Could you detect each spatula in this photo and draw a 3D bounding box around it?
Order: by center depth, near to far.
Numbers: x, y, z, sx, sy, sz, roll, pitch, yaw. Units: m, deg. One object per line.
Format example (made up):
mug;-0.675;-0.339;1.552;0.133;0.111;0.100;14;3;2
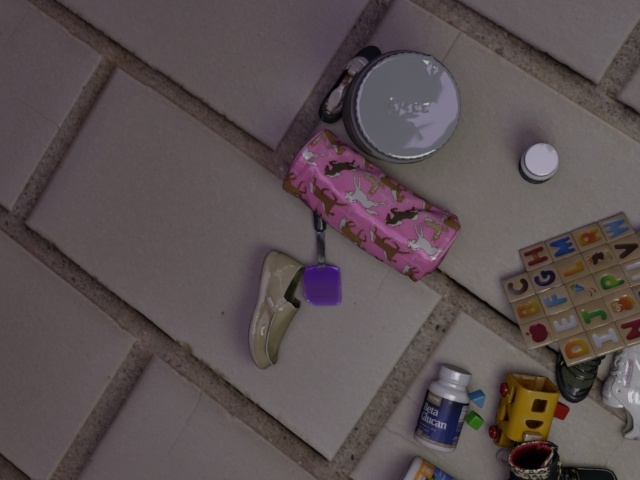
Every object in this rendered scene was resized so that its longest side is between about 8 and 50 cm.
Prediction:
spatula;0.000;0.000;1.696;0.084;0.030;0.297;-3;87;-1

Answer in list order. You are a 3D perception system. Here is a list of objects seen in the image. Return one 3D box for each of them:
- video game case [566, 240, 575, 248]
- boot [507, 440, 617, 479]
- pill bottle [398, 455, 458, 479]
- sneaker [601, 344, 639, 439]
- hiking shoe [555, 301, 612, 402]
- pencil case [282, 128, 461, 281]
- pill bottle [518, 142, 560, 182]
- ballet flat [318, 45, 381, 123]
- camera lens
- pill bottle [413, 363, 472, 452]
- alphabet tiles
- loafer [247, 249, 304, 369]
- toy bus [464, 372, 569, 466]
video game case;0.564;0.064;1.587;0.122;0.011;0.087;23;95;11
boot;0.483;0.469;1.507;0.236;0.179;0.085;-8;44;5
pill bottle;0.278;0.583;1.569;0.272;0.152;0.152;30;95;11
sneaker;0.632;0.258;1.517;0.152;0.114;0.305;-14;86;10
hiking shoe;0.537;0.224;1.537;0.086;0.114;0.227;15;92;13
pencil case;0.105;-0.078;1.601;0.386;0.167;0.160;35;119;6
pill bottle;0.448;-0.159;1.549;0.078;0.137;0.078;0;89;12
ballet flat;0.065;-0.346;1.668;0.074;0.074;0.203;38;97;10
camera lens;0.158;-0.266;1.529;0.219;0.274;0.219;0;98;-2
pill bottle;0.264;0.353;1.604;0.094;0.094;0.169;17;93;12
alphabet tiles;0.551;0.092;1.507;0.342;0.011;0.285;-21;51;12
loafer;-0.095;0.157;1.680;0.092;0.102;0.269;7;90;18
toy bus;0.416;0.372;1.539;0.191;0.104;0.202;-36;106;4
